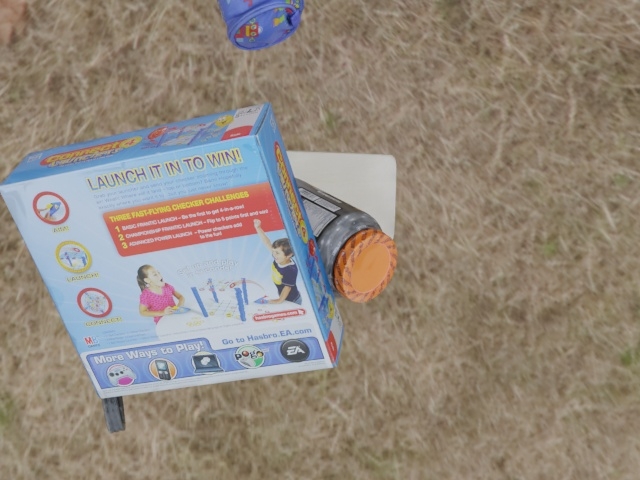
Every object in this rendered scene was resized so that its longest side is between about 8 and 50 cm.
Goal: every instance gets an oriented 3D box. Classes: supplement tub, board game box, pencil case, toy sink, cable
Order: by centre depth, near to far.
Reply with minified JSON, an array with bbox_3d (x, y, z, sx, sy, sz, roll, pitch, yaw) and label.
[{"bbox_3d":[-0.161,0.023,1.157,0.308,0.086,0.302,-9,119,15],"label":"board game box"},{"bbox_3d":[0.000,0.000,1.279,0.117,0.190,0.117,-23,126,-34],"label":"supplement tub"},{"bbox_3d":[-0.337,0.138,1.495,0.072,0.139,0.287,-5,93,-14],"label":"cable"},{"bbox_3d":[-0.118,-0.449,1.553,0.133,0.119,0.306,-18,78,4],"label":"pencil case"},{"bbox_3d":[0.016,-0.077,1.725,0.234,0.131,0.153,2,96,8],"label":"toy sink"}]
